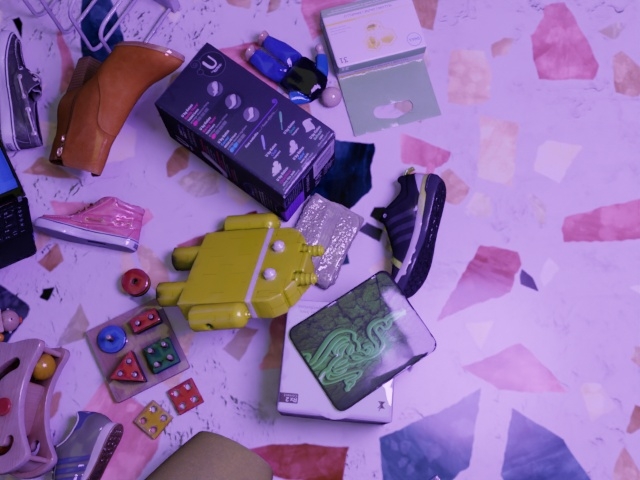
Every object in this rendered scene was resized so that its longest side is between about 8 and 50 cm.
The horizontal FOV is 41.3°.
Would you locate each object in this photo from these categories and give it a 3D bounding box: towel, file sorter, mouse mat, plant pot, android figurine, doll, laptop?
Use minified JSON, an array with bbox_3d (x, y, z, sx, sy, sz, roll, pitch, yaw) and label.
[{"bbox_3d":[0.000,0.000,1.464,0.110,0.027,0.148,24,77,6],"label":"towel"},{"bbox_3d":[-0.424,-0.459,1.492,0.278,0.193,0.173,33,81,7],"label":"file sorter"},{"bbox_3d":[0.066,0.153,1.315,0.190,0.007,0.152,-33,79,-9],"label":"mouse mat"},{"bbox_3d":[-0.197,0.441,1.251,0.275,0.274,0.293,26,61,6],"label":"plant pot"},{"bbox_3d":[-0.126,0.050,1.373,0.273,0.056,0.248,-4,43,21],"label":"android figurine"},{"bbox_3d":[-0.040,-0.305,1.530,0.189,0.046,0.129,37,79,9],"label":"doll"},{"bbox_3d":[-0.620,-0.051,1.408,0.234,0.136,0.264,-24,42,-6],"label":"laptop"}]

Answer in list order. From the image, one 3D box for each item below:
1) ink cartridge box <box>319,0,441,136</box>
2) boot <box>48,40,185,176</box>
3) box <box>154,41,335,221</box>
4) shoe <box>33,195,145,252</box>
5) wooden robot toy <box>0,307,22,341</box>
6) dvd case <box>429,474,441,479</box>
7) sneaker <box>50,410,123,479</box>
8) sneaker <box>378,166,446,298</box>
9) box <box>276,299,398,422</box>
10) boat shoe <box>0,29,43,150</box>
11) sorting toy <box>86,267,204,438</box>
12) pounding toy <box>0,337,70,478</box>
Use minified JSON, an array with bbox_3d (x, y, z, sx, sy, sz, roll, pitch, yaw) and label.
[{"bbox_3d":[0.110,-0.322,1.534,0.171,0.056,0.235,-15,75,-5],"label":"ink cartridge box"},{"bbox_3d":[-0.345,-0.211,1.421,0.295,0.104,0.211,1,77,44],"label":"boot"},{"bbox_3d":[-0.122,-0.179,1.436,0.270,0.165,0.143,36,79,7],"label":"box"},{"bbox_3d":[-0.392,-0.037,1.453,0.178,0.063,0.081,12,75,-3],"label":"shoe"},{"bbox_3d":[-0.543,0.130,1.419,0.079,0.076,0.173,-2,73,-38],"label":"wooden robot toy"},{"bbox_3d":[0.189,0.451,1.360,0.087,0.013,0.119,-34,78,-9],"label":"dvd case"},{"bbox_3d":[-0.397,0.361,1.357,0.086,0.064,0.192,25,80,19],"label":"sneaker"},{"bbox_3d":[0.145,-0.012,1.457,0.097,0.084,0.234,10,74,27],"label":"sneaker"},{"bbox_3d":[0.028,0.198,1.368,0.181,0.119,0.181,6,76,0],"label":"box"},{"bbox_3d":[-0.527,-0.267,1.504,0.070,0.078,0.219,-7,84,-2],"label":"boat shoe"},{"bbox_3d":[-0.301,0.187,1.404,0.132,0.046,0.274,-26,78,-7],"label":"sorting toy"},{"bbox_3d":[-0.494,0.275,1.305,0.154,0.155,0.269,12,75,26],"label":"pounding toy"}]
